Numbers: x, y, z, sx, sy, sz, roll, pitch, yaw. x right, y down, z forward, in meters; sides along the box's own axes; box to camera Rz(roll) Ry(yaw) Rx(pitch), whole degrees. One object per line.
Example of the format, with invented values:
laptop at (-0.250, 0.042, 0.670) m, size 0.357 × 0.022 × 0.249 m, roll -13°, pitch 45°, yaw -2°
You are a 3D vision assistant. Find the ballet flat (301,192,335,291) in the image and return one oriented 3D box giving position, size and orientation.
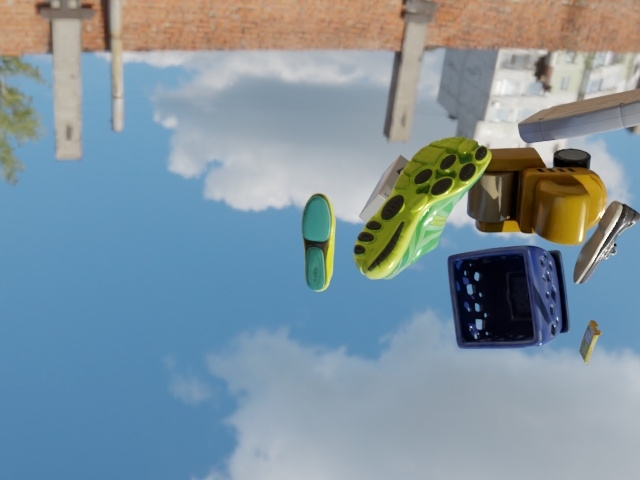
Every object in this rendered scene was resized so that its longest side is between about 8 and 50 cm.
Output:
ballet flat at (0.000, 0.000, 1.821) m, size 0.077 × 0.231 × 0.077 m, roll 8°, pitch -162°, yaw 22°

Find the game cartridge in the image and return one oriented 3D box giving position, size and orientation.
game cartridge at (0.586, -0.269, 1.736) m, size 0.294 × 0.060 × 0.196 m, roll -6°, pitch -168°, yaw 40°

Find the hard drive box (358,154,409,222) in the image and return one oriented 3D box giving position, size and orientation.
hard drive box at (0.218, -0.086, 2.034) m, size 0.181 × 0.089 × 0.232 m, roll 37°, pitch -144°, yaw -5°

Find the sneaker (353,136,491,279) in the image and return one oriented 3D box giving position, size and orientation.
sneaker at (0.168, -0.055, 1.366) m, size 0.109 × 0.295 × 0.123 m, roll 43°, pitch 180°, yaw 23°

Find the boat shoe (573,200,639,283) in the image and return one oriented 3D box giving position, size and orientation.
boat shoe at (0.599, 0.015, 1.699) m, size 0.064 × 0.206 × 0.075 m, roll 19°, pitch -150°, yaw -4°

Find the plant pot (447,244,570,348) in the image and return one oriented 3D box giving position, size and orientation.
plant pot at (0.467, 0.135, 1.952) m, size 0.235 × 0.236 × 0.212 m, roll -10°, pitch 173°, yaw 44°

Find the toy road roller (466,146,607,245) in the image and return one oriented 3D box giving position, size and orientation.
toy road roller at (0.536, -0.100, 1.997) m, size 0.329 × 0.203 × 0.241 m, roll 0°, pitch -154°, yaw 4°

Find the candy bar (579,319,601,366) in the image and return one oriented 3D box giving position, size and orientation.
candy bar at (0.574, 0.220, 1.729) m, size 0.018 × 0.162 × 0.040 m, roll -15°, pitch -124°, yaw -3°
